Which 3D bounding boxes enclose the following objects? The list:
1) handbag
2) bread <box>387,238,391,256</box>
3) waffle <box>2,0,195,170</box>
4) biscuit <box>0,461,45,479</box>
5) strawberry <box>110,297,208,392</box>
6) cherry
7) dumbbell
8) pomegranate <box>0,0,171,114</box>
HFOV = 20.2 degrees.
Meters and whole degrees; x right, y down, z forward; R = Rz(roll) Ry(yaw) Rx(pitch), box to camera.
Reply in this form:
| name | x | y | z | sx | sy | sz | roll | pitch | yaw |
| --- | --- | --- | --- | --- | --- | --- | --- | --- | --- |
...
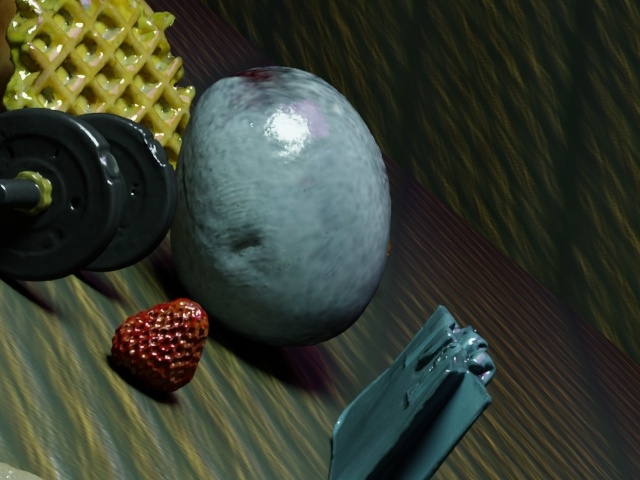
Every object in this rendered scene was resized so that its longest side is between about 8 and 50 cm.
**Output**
| name | x | y | z | sx | sy | sz | roll | pitch | yaw |
| --- | --- | --- | --- | --- | --- | --- | --- | --- | --- |
| handbag | 0.080 | 0.146 | 1.542 | 0.062 | 0.179 | 0.229 | 35 | 11 | -6 |
| bread | -0.005 | -0.005 | 2.292 | 0.139 | 0.095 | 0.269 | 37 | 23 | 21 |
| waffle | -0.217 | -0.136 | 1.792 | 0.052 | 0.245 | 0.254 | -4 | -7 | 41 |
| biscuit | -0.165 | 0.168 | 1.062 | 0.120 | 0.015 | 0.120 | 34 | 10 | -7 |
| strawberry | -0.123 | 0.081 | 1.446 | 0.073 | 0.083 | 0.073 | 43 | 9 | -8 |
| cherry | -0.040 | -0.025 | 1.757 | 0.218 | 0.296 | 0.255 | 1 | 32 | 18 |
| dumbbell | -0.213 | -0.040 | 1.527 | 0.143 | 0.143 | 0.325 | 37 | 10 | 9 |
| pomegranate | -0.261 | -0.193 | 1.933 | 0.209 | 0.209 | 0.209 | 34 | 9 | -7 |
